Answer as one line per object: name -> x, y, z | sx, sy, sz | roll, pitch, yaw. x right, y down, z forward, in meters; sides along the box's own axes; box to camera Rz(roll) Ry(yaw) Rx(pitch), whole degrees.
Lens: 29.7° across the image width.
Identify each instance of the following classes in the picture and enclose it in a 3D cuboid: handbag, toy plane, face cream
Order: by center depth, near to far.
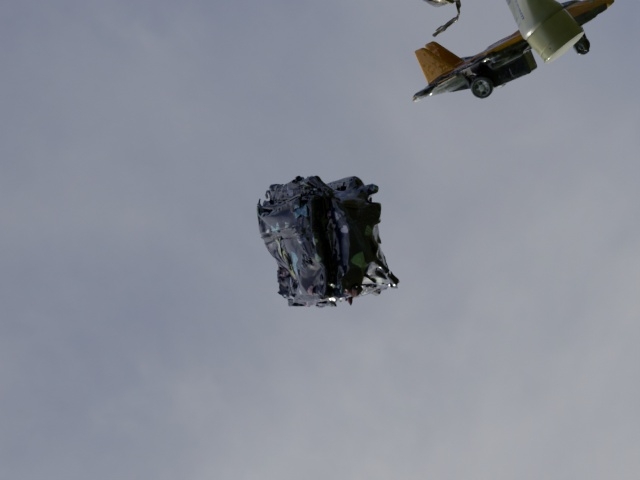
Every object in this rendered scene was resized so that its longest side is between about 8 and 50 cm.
handbag -> 0.000, 0.000, 1.445 | 0.113, 0.260, 0.161 | -12, -87, -19
face cream -> 0.273, -0.354, 1.697 | 0.070, 0.114, 0.224 | -38, -97, -2
toy plane -> 0.301, -0.286, 1.825 | 0.204, 0.316, 0.103 | -40, -67, -59

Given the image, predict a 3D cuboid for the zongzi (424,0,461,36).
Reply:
zongzi -> 0.094, -0.371, 1.190 | 0.248, 0.111, 0.241 | 36, -121, -25
